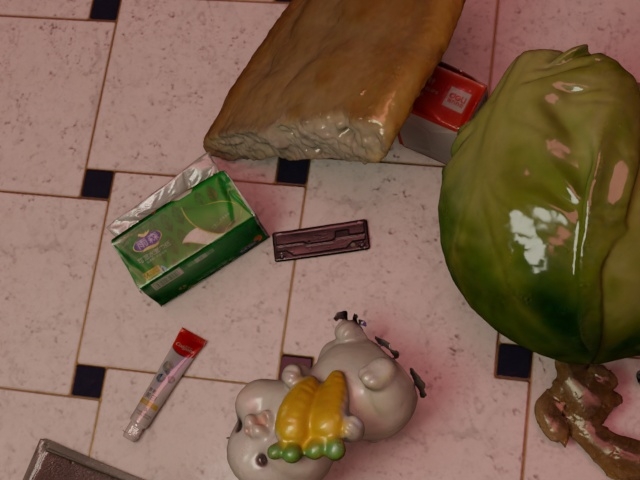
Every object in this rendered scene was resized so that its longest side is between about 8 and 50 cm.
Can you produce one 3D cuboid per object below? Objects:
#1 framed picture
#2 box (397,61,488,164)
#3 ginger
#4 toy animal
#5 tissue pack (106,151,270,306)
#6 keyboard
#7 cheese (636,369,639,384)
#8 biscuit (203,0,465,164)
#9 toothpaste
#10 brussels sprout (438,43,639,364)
[{"bbox_3d":[-0.355,0.434,1.632,0.252,0.014,0.197,18,77,14],"label":"framed picture"},{"bbox_3d":[0.188,-0.194,1.654,0.133,0.182,0.099,27,79,19],"label":"box"},{"bbox_3d":[0.401,0.253,1.543,0.214,0.059,0.133,31,85,18],"label":"ginger"},{"bbox_3d":[-0.016,0.258,1.524,0.310,0.247,0.183,-39,68,-11],"label":"toy animal"},{"bbox_3d":[-0.213,-0.022,1.679,0.209,0.148,0.156,-34,72,-2],"label":"tissue pack"},{"bbox_3d":[0.000,0.000,1.712,0.155,0.010,0.053,-8,71,7],"label":"keyboard"},{"bbox_3d":[0.531,0.158,1.536,0.171,0.092,0.047,-36,95,-3],"label":"cheese"},{"bbox_3d":[0.037,-0.300,1.645,0.429,0.104,0.446,15,70,56],"label":"biscuit"},{"bbox_3d":[-0.246,0.226,1.673,0.048,0.031,0.190,27,76,19],"label":"toothpaste"},{"bbox_3d":[0.361,-0.015,1.466,0.425,0.342,0.361,31,63,-5],"label":"brussels sprout"}]
